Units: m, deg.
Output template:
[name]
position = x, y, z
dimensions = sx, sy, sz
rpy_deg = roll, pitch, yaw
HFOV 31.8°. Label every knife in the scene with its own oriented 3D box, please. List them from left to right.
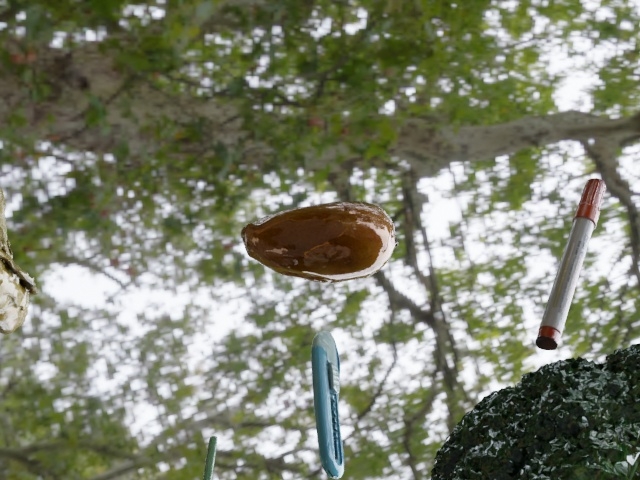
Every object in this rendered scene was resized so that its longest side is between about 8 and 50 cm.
[knife]
position = 0.014, 0.226, 1.575
dimensions = 0.031, 0.064, 0.222
rpy_deg = -21, -126, 26

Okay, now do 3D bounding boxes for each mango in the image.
[mango]
position = 0.002, 0.004, 1.162
dimensions = 0.105, 0.159, 0.084
rpy_deg = 136, -57, -77

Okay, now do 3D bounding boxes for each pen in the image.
[pen]
position = 0.283, 0.023, 1.264
dimensions = 0.028, 0.239, 0.028
rpy_deg = 18, -34, 13

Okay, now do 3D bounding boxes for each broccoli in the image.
[broccoli]
position = 0.211, 0.209, 0.783
dimensions = 0.275, 0.308, 0.307
rpy_deg = 24, -69, 23

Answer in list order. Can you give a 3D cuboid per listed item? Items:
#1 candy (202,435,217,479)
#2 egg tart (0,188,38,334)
[candy]
position = -0.131, 0.331, 1.167
dimensions = 0.084, 0.078, 0.287
rpy_deg = 126, -22, -44
[egg tart]
position = -0.397, -0.031, 1.018
dimensions = 0.341, 0.341, 0.129
rpy_deg = 10, -113, 40
